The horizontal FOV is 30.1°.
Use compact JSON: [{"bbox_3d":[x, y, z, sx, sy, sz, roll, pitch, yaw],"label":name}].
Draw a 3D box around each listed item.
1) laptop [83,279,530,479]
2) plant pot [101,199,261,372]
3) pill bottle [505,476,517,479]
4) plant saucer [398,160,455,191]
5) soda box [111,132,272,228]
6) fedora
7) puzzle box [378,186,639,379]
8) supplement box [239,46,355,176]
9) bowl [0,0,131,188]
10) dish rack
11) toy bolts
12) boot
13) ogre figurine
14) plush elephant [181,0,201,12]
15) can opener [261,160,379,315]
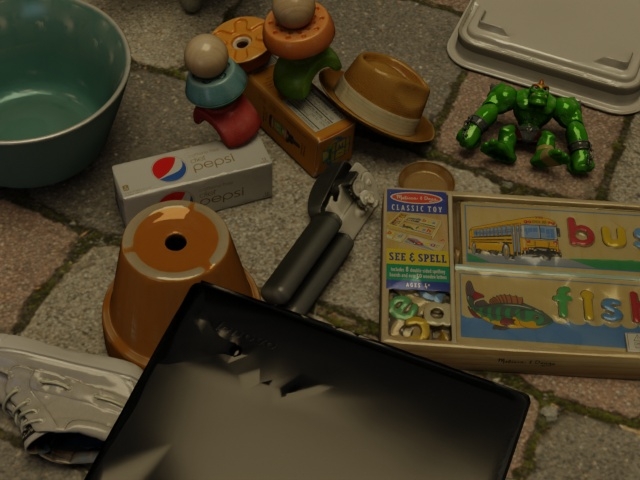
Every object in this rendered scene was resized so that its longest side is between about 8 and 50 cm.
[{"bbox_3d":[-0.039,0.317,1.217,0.382,0.408,0.236,19,22,13],"label":"laptop"},{"bbox_3d":[-0.173,0.058,1.471,0.205,0.188,0.205,2,50,-2],"label":"plant pot"},{"bbox_3d":[0.078,0.304,1.302,0.264,0.153,0.153,8,50,3],"label":"pill bottle"},{"bbox_3d":[0.153,-0.080,1.716,0.083,0.015,0.083,1,51,-2],"label":"plant saucer"},{"bbox_3d":[-0.178,-0.083,1.663,0.216,0.074,0.069,-15,53,-15],"label":"soda box"},{"bbox_3d":[0.095,-0.221,1.745,0.194,0.079,0.194,24,27,-13],"label":"fedora"},{"bbox_3d":[0.282,0.053,1.589,0.409,0.052,0.272,3,49,0],"label":"puzzle box"},{"bbox_3d":[-0.048,-0.200,1.767,0.080,0.078,0.233,-26,57,-26],"label":"supplement box"},{"bbox_3d":[-0.418,-0.192,1.686,0.311,0.163,0.311,1,49,-2],"label":"bowl"},{"bbox_3d":[0.395,-0.352,1.924,0.333,0.072,0.285,19,52,14],"label":"dish rack"},{"bbox_3d":[-0.114,-0.272,1.662,0.218,0.158,0.228,31,63,31],"label":"toy bolts"},{"bbox_3d":[-0.339,0.192,1.409,0.258,0.095,0.123,7,44,2],"label":"boot"},{"bbox_3d":[0.308,-0.170,1.756,0.197,0.097,0.118,4,66,20],"label":"ogre figurine"},{"bbox_3d":[-0.211,-0.501,1.920,0.272,0.255,0.330,3,57,12],"label":"plush elephant"},{"bbox_3d":[0.000,0.000,1.619,0.093,0.074,0.280,-7,38,38],"label":"can opener"}]
